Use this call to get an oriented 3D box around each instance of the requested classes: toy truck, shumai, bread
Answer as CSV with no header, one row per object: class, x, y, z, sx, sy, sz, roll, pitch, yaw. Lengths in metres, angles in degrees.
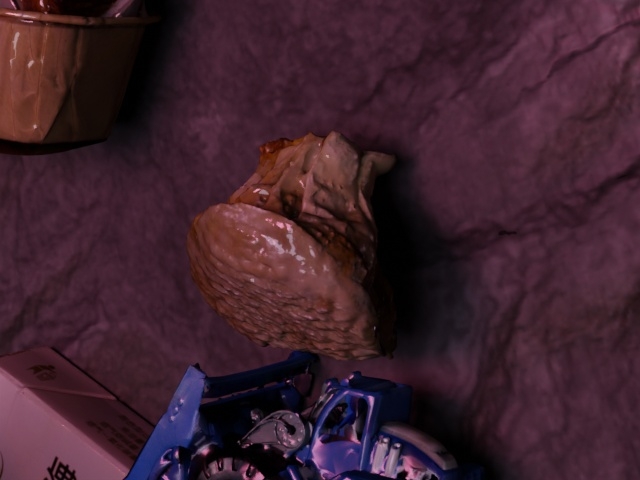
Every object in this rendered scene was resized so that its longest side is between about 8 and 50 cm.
toy truck,-0.010,0.130,1.065,0.208,0.113,0.126,13,102,33
shumai,-0.001,-0.002,1.056,0.145,0.145,0.116,14,61,34
bread,-0.210,-0.167,1.155,0.224,0.142,0.212,13,106,35

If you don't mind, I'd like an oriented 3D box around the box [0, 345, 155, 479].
box,-0.138,0.195,1.193,0.243,0.067,0.155,35,112,27
